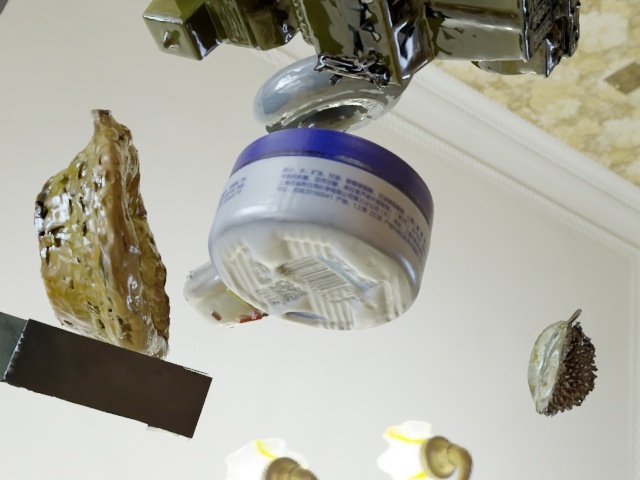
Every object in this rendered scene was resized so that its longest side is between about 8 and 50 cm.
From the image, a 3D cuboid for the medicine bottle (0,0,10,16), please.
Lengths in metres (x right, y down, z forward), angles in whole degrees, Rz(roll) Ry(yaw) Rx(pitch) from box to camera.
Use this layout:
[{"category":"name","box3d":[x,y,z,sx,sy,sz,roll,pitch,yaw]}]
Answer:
[{"category":"medicine bottle","box3d":[-0.177,-0.127,0.265,0.135,0.135,0.215,7,-153,-27]}]

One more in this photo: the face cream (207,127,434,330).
[{"category":"face cream","box3d":[0.000,0.000,0.704,0.206,0.206,0.111,26,-122,-19]}]

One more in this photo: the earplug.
[{"category":"earplug","box3d":[0.047,-0.255,1.022,0.325,0.214,0.175,-44,-101,1]}]

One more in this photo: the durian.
[{"category":"durian","box3d":[0.406,0.202,1.210,0.091,0.148,0.189,12,-80,0]}]

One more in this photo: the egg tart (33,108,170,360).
[{"category":"egg tart","box3d":[-0.274,0.011,0.942,0.129,0.341,0.341,-9,-107,-4]}]

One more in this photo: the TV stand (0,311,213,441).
[{"category":"TV stand","box3d":[-0.208,0.084,0.530,0.256,0.040,0.049,19,-113,-9]}]

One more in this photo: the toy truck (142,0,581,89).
[{"category":"toy truck","box3d":[0.014,-0.154,0.422,0.127,0.257,0.127,-57,-33,-28]}]

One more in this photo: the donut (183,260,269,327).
[{"category":"donut","box3d":[-0.084,0.043,1.430,0.382,0.382,0.142,-33,-84,-35]}]
